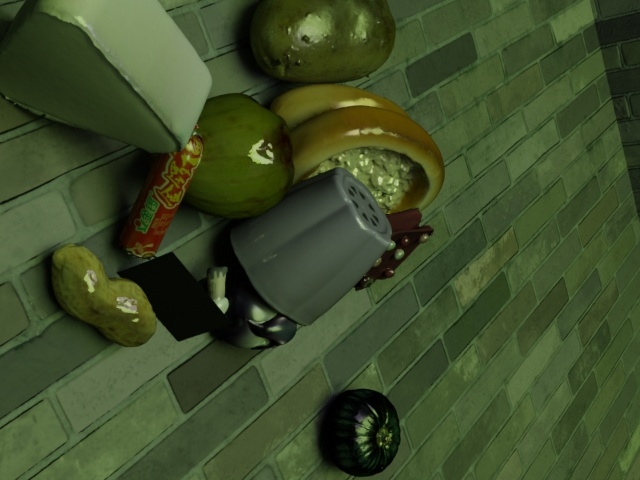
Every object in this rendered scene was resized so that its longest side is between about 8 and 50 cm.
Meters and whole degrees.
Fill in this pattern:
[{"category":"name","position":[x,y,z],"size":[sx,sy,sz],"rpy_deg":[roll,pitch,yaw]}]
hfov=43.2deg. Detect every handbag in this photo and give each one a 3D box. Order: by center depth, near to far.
[{"category":"handbag","position":[0.130,0.028,1.789],"size":[0.203,0.216,0.074],"rpy_deg":[-8,55,-50]}]

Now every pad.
[{"category":"pad","position":[-0.260,0.104,1.449],"size":[0.190,0.127,0.004],"rpy_deg":[55,29,-31]}]

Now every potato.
[{"category":"potato","position":[0.002,-0.465,1.713],"size":[0.359,0.219,0.269],"rpy_deg":[-19,94,-42]}]

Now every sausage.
[{"category":"sausage","position":[-0.266,-0.090,1.373],"size":[0.083,0.083,0.264],"rpy_deg":[-1,129,-48]}]

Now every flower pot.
[{"category":"flower pot","position":[0.000,0.000,1.586],"size":[0.265,0.243,0.265],"rpy_deg":[47,22,-26]}]

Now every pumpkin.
[{"category":"pumpkin","position":[0.098,0.431,1.813],"size":[0.202,0.140,0.202],"rpy_deg":[6,82,-45]}]

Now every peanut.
[{"category":"peanut","position":[-0.364,0.097,1.353],"size":[0.229,0.098,0.103],"rpy_deg":[46,14,-37]}]

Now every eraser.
[{"category":"eraser","position":[-0.315,-0.264,1.231],"size":[0.331,0.331,0.150],"rpy_deg":[41,58,-38]}]

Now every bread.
[{"category":"bread","position":[0.070,-0.165,1.780],"size":[0.424,0.245,0.329],"rpy_deg":[15,118,-42]}]

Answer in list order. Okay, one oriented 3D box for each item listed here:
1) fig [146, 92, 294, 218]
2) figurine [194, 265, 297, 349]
[{"category":"fig","position":[-0.183,-0.152,1.493],"size":[0.271,0.239,0.239],"rpy_deg":[-5,91,-18]},{"category":"figurine","position":[-0.144,0.139,1.562],"size":[0.222,0.145,0.145],"rpy_deg":[21,71,-41]}]
